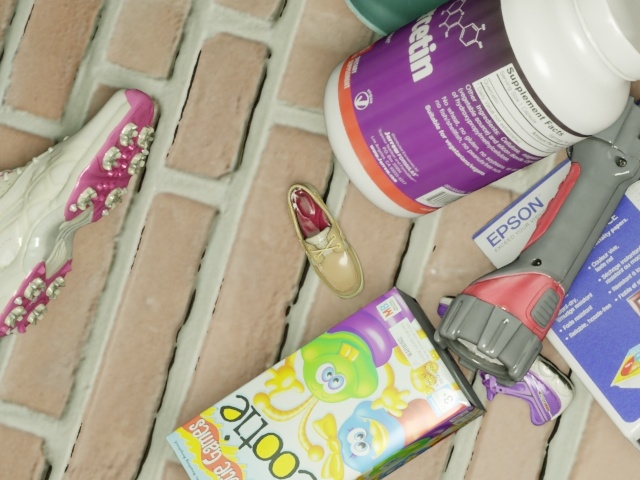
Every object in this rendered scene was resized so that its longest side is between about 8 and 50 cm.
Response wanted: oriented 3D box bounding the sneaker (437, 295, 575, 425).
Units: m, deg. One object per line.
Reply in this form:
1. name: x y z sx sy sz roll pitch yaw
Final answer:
1. sneaker: 0.179 0.122 1.836 0.170 0.068 0.071 43 99 13

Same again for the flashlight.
1. flashlight: 0.226 -0.006 1.776 0.103 0.103 0.304 30 74 4

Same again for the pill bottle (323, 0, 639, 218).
1. pill bottle: 0.171 -0.157 1.760 0.323 0.181 0.181 -27 77 33

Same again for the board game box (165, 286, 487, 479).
1. board game box: 0.009 0.185 1.823 0.275 0.142 0.144 -34 77 6

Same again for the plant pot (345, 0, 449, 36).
1. plant pot: 0.159 -0.351 1.810 0.293 0.293 0.196 -7 55 11

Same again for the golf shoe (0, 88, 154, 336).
1. golf shoe: -0.300 -0.050 1.937 0.140 0.115 0.306 35 90 17

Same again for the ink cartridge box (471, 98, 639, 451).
1. ink cartridge box: 0.351 0.011 1.789 0.303 0.072 0.307 -39 47 6

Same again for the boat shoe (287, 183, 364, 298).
1. boat shoe: 0.000 0.000 1.898 0.050 0.045 0.135 -33 78 6
